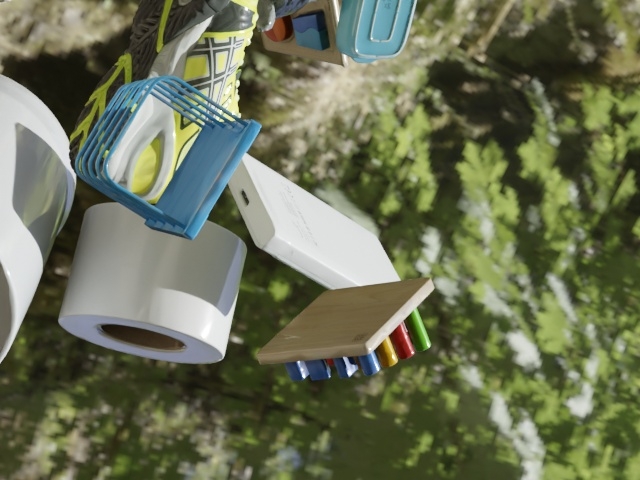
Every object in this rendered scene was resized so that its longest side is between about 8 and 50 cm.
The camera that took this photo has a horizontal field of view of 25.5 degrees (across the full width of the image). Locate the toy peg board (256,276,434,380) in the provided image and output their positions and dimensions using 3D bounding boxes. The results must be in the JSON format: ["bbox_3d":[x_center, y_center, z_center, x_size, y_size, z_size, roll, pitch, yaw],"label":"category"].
[{"bbox_3d":[0.041,0.121,1.652,0.161,0.160,0.079,-9,-69,38],"label":"toy peg board"}]

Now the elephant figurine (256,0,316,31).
[{"bbox_3d":[-0.121,-0.396,2.117,0.239,0.186,0.169,1,-78,40],"label":"elephant figurine"}]

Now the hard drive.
[{"bbox_3d":[0.000,0.000,1.996,0.040,0.307,0.203,-44,-138,16],"label":"hard drive"}]

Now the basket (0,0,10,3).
[{"bbox_3d":[-0.323,-0.343,1.030,0.331,0.328,0.266,-14,-132,24],"label":"basket"}]

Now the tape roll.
[{"bbox_3d":[-0.240,0.064,2.042,0.246,0.246,0.169,-7,-114,47],"label":"tape roll"}]

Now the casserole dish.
[{"bbox_3d":[0.088,-0.336,2.043,0.037,0.114,0.188,52,-43,50],"label":"casserole dish"}]

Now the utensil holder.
[{"bbox_3d":[-0.520,-0.016,1.889,0.327,0.327,0.385,-49,-163,22],"label":"utensil holder"}]

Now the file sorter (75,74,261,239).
[{"bbox_3d":[-0.147,-0.082,1.296,0.118,0.104,0.170,-59,-163,-7],"label":"file sorter"}]

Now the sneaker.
[{"bbox_3d":[-0.154,-0.219,1.720,0.385,0.147,0.145,-57,-145,2],"label":"sneaker"}]

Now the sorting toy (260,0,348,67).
[{"bbox_3d":[-0.057,-0.431,2.245,0.229,0.041,0.307,23,-48,47],"label":"sorting toy"}]
